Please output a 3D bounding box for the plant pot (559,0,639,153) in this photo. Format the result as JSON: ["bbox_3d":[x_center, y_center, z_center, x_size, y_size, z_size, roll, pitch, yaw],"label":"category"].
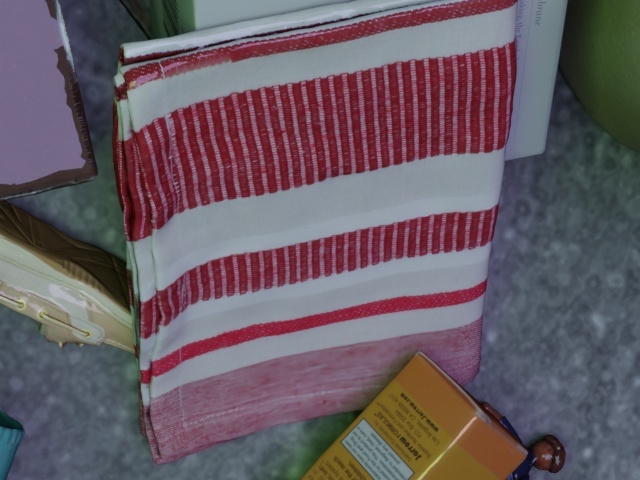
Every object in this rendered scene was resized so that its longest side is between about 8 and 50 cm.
[{"bbox_3d":[0.297,-0.150,0.994,0.334,0.305,0.333,-2,97,-15],"label":"plant pot"}]

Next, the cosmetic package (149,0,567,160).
[{"bbox_3d":[0.019,-0.153,0.957,0.225,0.138,0.224,-11,136,-13],"label":"cosmetic package"}]

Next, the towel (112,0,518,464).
[{"bbox_3d":[0.000,0.000,0.974,0.237,0.037,0.329,-13,137,-14],"label":"towel"}]

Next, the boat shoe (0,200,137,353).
[{"bbox_3d":[-0.161,0.035,1.024,0.170,0.063,0.059,33,110,-24],"label":"boat shoe"}]

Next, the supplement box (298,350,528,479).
[{"bbox_3d":[0.021,0.188,1.051,0.233,0.080,0.078,-48,137,0],"label":"supplement box"}]

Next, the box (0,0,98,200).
[{"bbox_3d":[-0.251,-0.098,0.924,0.203,0.167,0.168,-13,99,-13],"label":"box"}]

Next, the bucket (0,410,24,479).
[{"bbox_3d":[-0.310,0.137,0.890,0.281,0.281,0.183,26,84,-16],"label":"bucket"}]

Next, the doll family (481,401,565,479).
[{"bbox_3d":[0.127,0.210,1.111,0.111,0.076,0.193,-8,95,-9],"label":"doll family"}]
